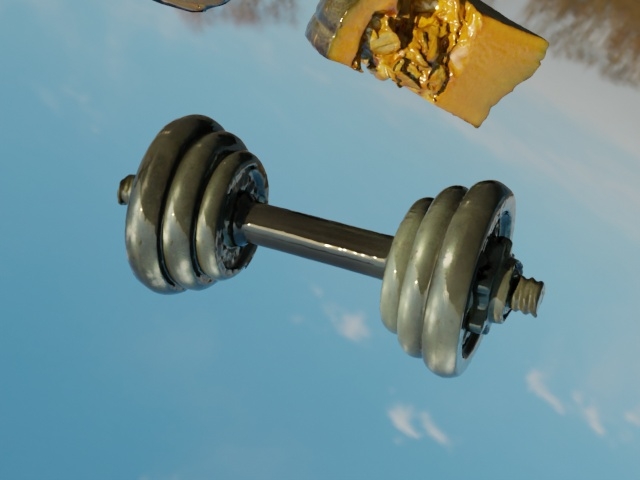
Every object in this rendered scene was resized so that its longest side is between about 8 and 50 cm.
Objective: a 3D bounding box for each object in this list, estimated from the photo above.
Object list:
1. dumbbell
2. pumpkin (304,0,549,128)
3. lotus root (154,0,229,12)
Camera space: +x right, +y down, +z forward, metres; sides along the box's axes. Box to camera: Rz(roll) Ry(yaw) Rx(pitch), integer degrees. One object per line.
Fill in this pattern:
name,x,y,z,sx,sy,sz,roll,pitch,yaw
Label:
dumbbell,0.000,0.000,0.936,0.406,0.179,0.179,15,-163,17
pumpkin,0.104,-0.225,1.121,0.248,0.131,0.126,22,-163,-31
lotus root,-0.143,-0.268,0.548,0.329,0.167,0.078,35,-179,-7
